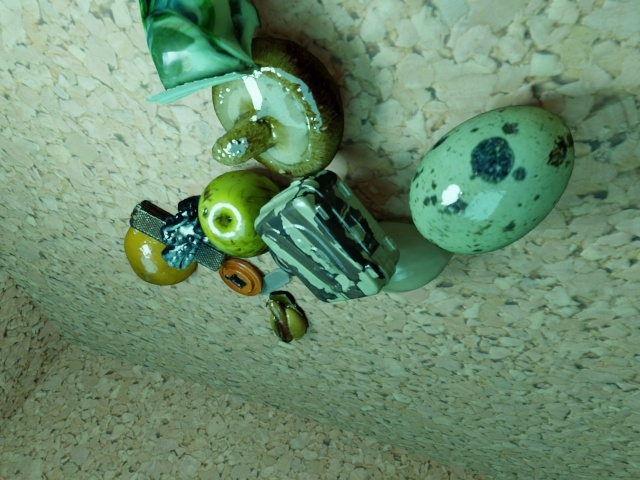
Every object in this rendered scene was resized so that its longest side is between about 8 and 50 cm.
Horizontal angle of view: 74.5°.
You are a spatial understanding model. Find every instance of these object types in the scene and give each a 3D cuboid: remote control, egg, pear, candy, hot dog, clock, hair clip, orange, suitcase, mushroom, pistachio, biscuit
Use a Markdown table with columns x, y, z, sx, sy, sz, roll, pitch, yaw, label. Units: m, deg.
| x | y | z | sx | sy | sz | roll | pitch | yaw | label |
| --- | --- | --- | --- | --- | --- | --- | --- | --- | --- |
| -0.208 | 0.174 | 1.754 | 0.077 | 0.022 | 0.245 | 37 | 139 | -20 | remote control |
| 0.366 | -0.128 | 0.936 | 0.288 | 0.287 | 0.379 | 27 | 141 | -7 | egg |
| -0.235 | -0.076 | 1.275 | 0.284 | 0.283 | 0.283 | 13 | 140 | 11 | pear |
| -0.275 | -0.490 | 0.837 | 0.263 | 0.172 | 0.397 | -9 | 101 | 27 | candy |
| -0.167 | 0.365 | 1.887 | 0.194 | 0.107 | 0.326 | -5 | 133 | 30 | hot dog |
| -0.334 | 0.156 | 1.750 | 0.205 | 0.051 | 0.205 | 15 | 136 | 16 | clock |
| -0.428 | -0.028 | 1.465 | 0.310 | 0.194 | 0.206 | -18 | 121 | 14 | hair clip |
| -0.683 | 0.065 | 1.794 | 0.274 | 0.274 | 0.310 | -3 | 166 | 27 | orange |
| 0.000 | 0.000 | 1.129 | 0.351 | 0.194 | 0.339 | 49 | 142 | -15 | suitcase |
| -0.100 | -0.315 | 1.012 | 0.345 | 0.239 | 0.345 | -3 | 151 | -2 | mushroom |
| 0.238 | 0.048 | 1.281 | 0.332 | 0.208 | 0.226 | -5 | 90 | 21 | pistachio |
| -0.543 | -0.018 | 1.631 | 0.388 | 0.073 | 0.107 | 30 | 125 | -11 | biscuit |
